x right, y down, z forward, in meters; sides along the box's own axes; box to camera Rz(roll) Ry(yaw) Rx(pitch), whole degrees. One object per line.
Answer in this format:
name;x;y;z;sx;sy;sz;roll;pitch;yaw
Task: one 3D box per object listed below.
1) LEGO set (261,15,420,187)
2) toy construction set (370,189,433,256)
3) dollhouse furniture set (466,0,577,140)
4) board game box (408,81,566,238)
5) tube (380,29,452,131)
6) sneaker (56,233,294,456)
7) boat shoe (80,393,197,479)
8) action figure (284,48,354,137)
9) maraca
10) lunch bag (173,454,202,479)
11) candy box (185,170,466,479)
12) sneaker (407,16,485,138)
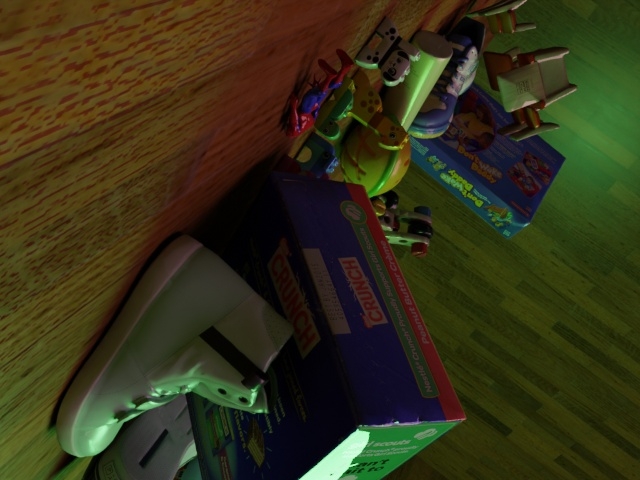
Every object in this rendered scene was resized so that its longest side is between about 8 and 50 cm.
LEGO set;0.044;-0.120;0.784;0.227;0.093;0.087;-54;176;4
toy construction set;0.076;0.004;1.569;0.237;0.257;0.308;22;88;-41
dollhouse furniture set;0.365;-0.317;1.338;0.135;0.262;0.259;-20;-162;0
board game box;0.332;-0.200;1.495;0.233;0.347;0.078;-50;180;-35
tube;0.122;-0.209;1.077;0.070;0.062;0.240;-60;180;-40
sneaker;-0.126;0.135;0.614;0.256;0.151;0.094;-54;177;25
boat shoe;-0.228;0.262;0.937;0.119;0.121;0.335;-35;178;13
action figure;-0.009;-0.125;0.622;0.038;0.030;0.115;-44;176;-34
maraca;0.074;-0.122;1.068;0.186;0.099;0.127;150;-47;-64
lunch bag;-0.240;0.389;1.221;0.293;0.138;0.221;-8;-135;44
candy box;-0.031;0.132;0.727;0.122;0.268;0.317;2;143;-31
sneaker;0.208;-0.295;1.225;0.131;0.112;0.296;105;12;-46
